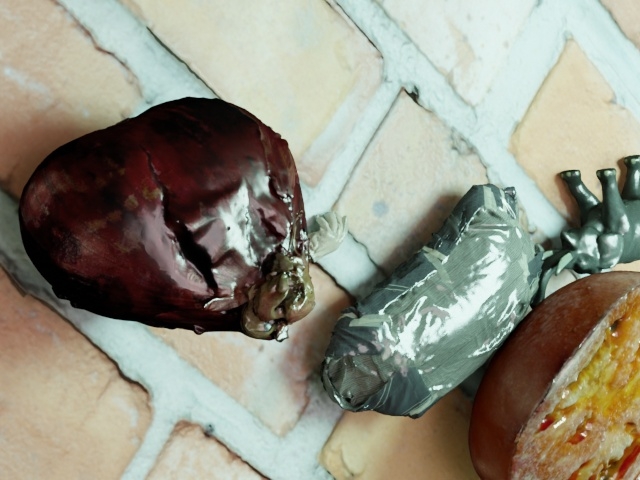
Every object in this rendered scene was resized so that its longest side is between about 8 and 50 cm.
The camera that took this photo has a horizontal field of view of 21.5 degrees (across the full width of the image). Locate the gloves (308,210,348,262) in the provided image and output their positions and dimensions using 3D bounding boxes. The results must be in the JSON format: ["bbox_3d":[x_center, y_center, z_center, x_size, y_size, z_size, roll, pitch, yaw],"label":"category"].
[{"bbox_3d":[0.002,0.000,1.789,0.081,0.037,0.044,-59,161,-26],"label":"gloves"}]

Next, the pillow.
[{"bbox_3d":[0.130,0.074,1.859,0.335,0.092,0.161,-42,110,-28],"label":"pillow"}]

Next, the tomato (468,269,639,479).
[{"bbox_3d":[0.286,0.176,1.949,0.338,0.144,0.338,-25,130,-33],"label":"tomato"}]

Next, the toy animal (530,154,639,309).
[{"bbox_3d":[0.335,-0.023,2.024,0.269,0.082,0.137,-24,108,-36],"label":"toy animal"}]

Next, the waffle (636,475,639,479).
[{"bbox_3d":[0.413,0.291,2.134,0.234,0.055,0.221,11,87,-40],"label":"waffle"}]

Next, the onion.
[{"bbox_3d":[-0.142,-0.021,1.548,0.281,0.281,0.221,-1,135,-39],"label":"onion"}]
